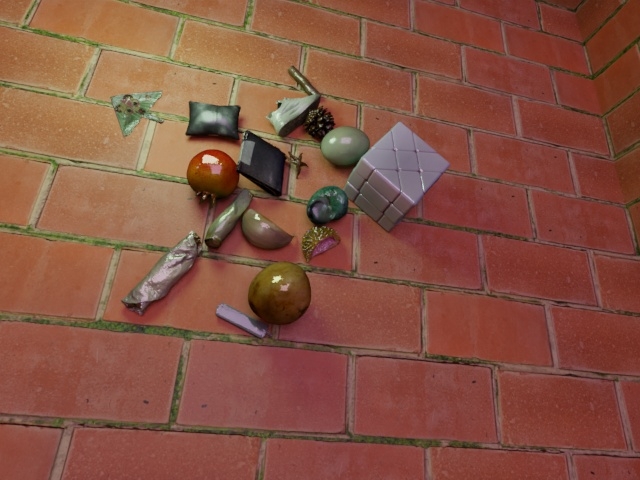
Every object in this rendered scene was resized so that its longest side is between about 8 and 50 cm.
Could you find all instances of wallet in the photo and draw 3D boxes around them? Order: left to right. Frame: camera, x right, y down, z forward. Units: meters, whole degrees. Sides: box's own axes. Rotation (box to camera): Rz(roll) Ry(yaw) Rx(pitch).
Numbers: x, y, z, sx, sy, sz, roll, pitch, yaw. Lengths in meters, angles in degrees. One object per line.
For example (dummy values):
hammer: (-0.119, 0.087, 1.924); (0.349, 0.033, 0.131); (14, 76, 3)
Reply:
wallet: (-0.265, -0.346, 1.862); (0.262, 0.072, 0.220); (30, 59, -45)

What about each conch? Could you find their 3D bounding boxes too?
conch: (0.041, -0.158, 1.892); (0.203, 0.134, 0.196); (18, 96, -11)

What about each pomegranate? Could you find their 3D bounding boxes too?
pomegranate: (-0.464, -0.267, 1.764); (0.221, 0.221, 0.256); (10, 74, -10)
pomegranate: (-0.156, 0.206, 1.620); (0.261, 0.260, 0.260); (5, 67, -12)

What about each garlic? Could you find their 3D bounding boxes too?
garlic: (-0.236, -0.045, 1.785); (0.245, 0.145, 0.164); (29, 33, -4)

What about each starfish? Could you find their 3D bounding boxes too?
starfish: (-0.105, -0.362, 1.963); (0.133, 0.041, 0.130); (-3, 91, -36)

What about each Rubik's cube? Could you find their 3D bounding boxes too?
Rubik's cube: (0.344, -0.291, 1.921); (0.319, 0.316, 0.322); (42, 63, 5)

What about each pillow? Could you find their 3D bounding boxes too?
pillow: (-0.504, -0.567, 1.931); (0.250, 0.106, 0.185); (1, 75, -12)

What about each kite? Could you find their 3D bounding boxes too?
kite: (-0.858, -0.614, 1.910); (0.268, 0.013, 0.322); (27, 65, -2)

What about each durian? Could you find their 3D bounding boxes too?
durian: (-0.002, 0.000, 1.839); (0.183, 0.165, 0.132); (-20, 115, 2)

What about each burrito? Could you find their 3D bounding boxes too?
burrito: (-0.611, 0.127, 1.636); (0.117, 0.076, 0.392); (40, 66, -3)

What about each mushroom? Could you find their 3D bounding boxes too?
mushroom: (-0.389, -0.102, 1.767); (0.087, 0.107, 0.333); (41, 62, -19)

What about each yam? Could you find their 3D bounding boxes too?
yam: (-0.086, -0.837, 2.181); (0.057, 0.056, 0.241); (-38, 80, -24)

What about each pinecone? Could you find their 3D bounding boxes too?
pinecone: (0.000, -0.583, 2.047); (0.174, 0.173, 0.173); (5, 67, -12)

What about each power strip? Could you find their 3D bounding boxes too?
power strip: (-0.307, 0.329, 1.655); (0.253, 0.027, 0.060); (28, 63, -2)

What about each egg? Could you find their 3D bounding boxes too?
egg: (0.123, -0.463, 2.003); (0.253, 0.186, 0.186); (-9, 71, -14)

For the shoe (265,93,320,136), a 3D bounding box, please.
shoe: (-0.147, -0.661, 2.057); (0.159, 0.124, 0.316); (39, 64, 11)
